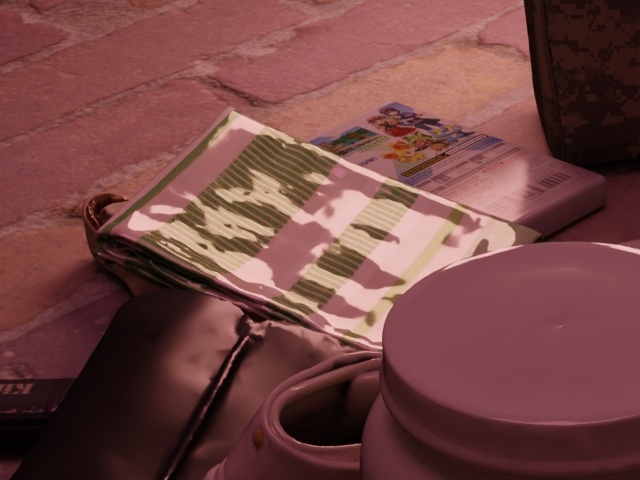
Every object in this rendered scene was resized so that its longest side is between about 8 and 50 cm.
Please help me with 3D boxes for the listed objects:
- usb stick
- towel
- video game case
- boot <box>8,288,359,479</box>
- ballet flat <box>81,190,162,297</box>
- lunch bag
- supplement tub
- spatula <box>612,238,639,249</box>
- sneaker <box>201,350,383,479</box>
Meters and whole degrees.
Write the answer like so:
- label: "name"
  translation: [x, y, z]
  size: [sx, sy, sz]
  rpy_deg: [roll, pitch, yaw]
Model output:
- label: "usb stick"
  translation: [-0.267, 0.139, 1.519]
  size: [0.278, 0.045, 0.077]
  rpy_deg: [-2, 29, 8]
- label: "towel"
  translation: [0.000, 0.000, 1.632]
  size: [0.325, 0.038, 0.248]
  rpy_deg: [22, 41, 18]
- label: "video game case"
  translation: [0.054, -0.030, 1.792]
  size: [0.329, 0.036, 0.300]
  rpy_deg: [-27, 35, -34]
- label: "boot"
  translation: [-0.194, 0.155, 1.294]
  size: [0.367, 0.146, 0.445]
  rpy_deg: [29, 38, 3]
- label: "ballet flat"
  translation: [-0.141, 0.017, 1.689]
  size: [0.086, 0.086, 0.248]
  rpy_deg: [-23, 33, -30]
- label: "lunch bag"
  translation: [0.333, -0.239, 1.858]
  size: [0.256, 0.305, 0.212]
  rpy_deg: [-7, 30, 4]
- label: "supplement tub"
  translation: [0.141, 0.182, 1.072]
  size: [0.228, 0.316, 0.228]
  rpy_deg: [-5, 28, 2]
- label: "spatula"
  translation: [0.362, 0.030, 1.644]
  size: [0.242, 0.019, 0.168]
  rpy_deg: [-11, 27, -17]
- label: "sneaker"
  translation: [0.054, 0.154, 1.222]
  size: [0.293, 0.169, 0.108]
  rpy_deg: [0, 47, -41]
